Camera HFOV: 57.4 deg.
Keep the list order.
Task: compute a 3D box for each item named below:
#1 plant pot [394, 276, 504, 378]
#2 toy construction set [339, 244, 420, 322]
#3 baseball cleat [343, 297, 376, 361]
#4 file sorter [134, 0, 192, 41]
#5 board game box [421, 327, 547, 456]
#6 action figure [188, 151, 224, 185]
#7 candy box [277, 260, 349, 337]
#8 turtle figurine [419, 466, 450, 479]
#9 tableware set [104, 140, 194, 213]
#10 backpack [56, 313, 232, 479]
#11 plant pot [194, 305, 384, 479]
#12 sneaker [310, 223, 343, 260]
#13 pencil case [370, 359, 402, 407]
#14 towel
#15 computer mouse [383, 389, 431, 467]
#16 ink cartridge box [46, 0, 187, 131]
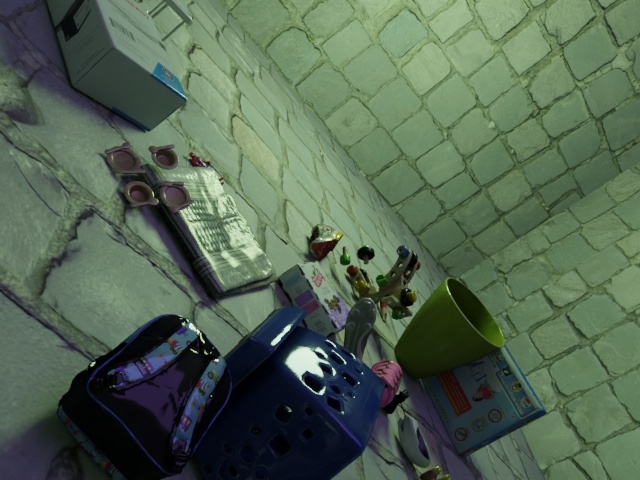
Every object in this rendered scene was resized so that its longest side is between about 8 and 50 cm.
[{"bbox_3d":[0.394,0.316,1.911,0.275,0.293,0.275,39,23,-20],"label":"plant pot"},{"bbox_3d":[0.216,0.185,1.949,0.309,0.257,0.237,72,15,-54],"label":"toy construction set"},{"bbox_3d":[0.089,0.233,1.472,0.072,0.206,0.109,17,9,1],"label":"baseball cleat"},{"bbox_3d":[-0.510,-0.665,1.542,0.277,0.173,0.193,38,22,-48],"label":"file sorter"},{"bbox_3d":[0.528,0.502,1.938,0.086,0.302,0.308,35,25,-52],"label":"board game box"},{"bbox_3d":[-0.287,-0.183,1.467,0.115,0.030,0.038,41,25,-36],"label":"action figure"},{"bbox_3d":[-0.008,0.154,1.504,0.196,0.070,0.165,58,16,9],"label":"candy box"},{"bbox_3d":[0.325,0.665,1.393,0.269,0.087,0.217,32,18,-35],"label":"turtle figurine"},{"bbox_3d":[-0.326,-0.123,1.124,0.141,0.020,0.169,-11,68,-40],"label":"tableware set"},{"bbox_3d":[-0.198,0.182,0.704,0.158,0.117,0.173,50,34,-9],"label":"backpack"},{"bbox_3d":[-0.067,0.243,0.859,0.212,0.236,0.236,48,15,1],"label":"plant pot"},{"bbox_3d":[0.000,0.000,1.873,0.092,0.088,0.225,35,14,5],"label":"sneaker"},{"bbox_3d":[0.150,0.364,1.501,0.209,0.098,0.095,10,63,-73],"label":"pencil case"},{"bbox_3d":[-0.224,-0.029,1.276,0.312,0.056,0.324,57,15,7],"label":"towel"},{"bbox_3d":[0.220,0.485,1.483,0.042,0.106,0.193,-7,65,-37],"label":"computer mouse"},{"bbox_3d":[-0.452,-0.426,1.292,0.223,0.129,0.307,29,30,-57],"label":"ink cartridge box"}]
